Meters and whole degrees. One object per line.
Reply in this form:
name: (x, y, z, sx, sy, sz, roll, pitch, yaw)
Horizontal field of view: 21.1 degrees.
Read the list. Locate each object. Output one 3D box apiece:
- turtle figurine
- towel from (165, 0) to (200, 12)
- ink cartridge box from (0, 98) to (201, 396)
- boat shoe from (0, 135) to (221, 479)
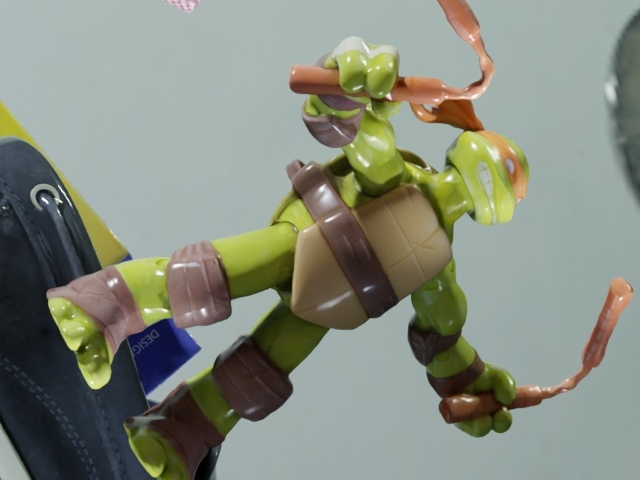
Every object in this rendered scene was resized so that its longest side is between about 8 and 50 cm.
turtle figurine: (0.000, 0.000, 0.704, 0.217, 0.087, 0.269, -29, 132, -4)
towel: (-0.145, -0.192, 0.345, 0.329, 0.037, 0.237, 26, 36, -17)
ink cartridge box: (-0.301, 0.058, 1.300, 0.303, 0.072, 0.307, -40, 82, -11)
boat shoe: (-0.116, 0.165, 0.953, 0.156, 0.187, 0.500, -37, 116, -28)
